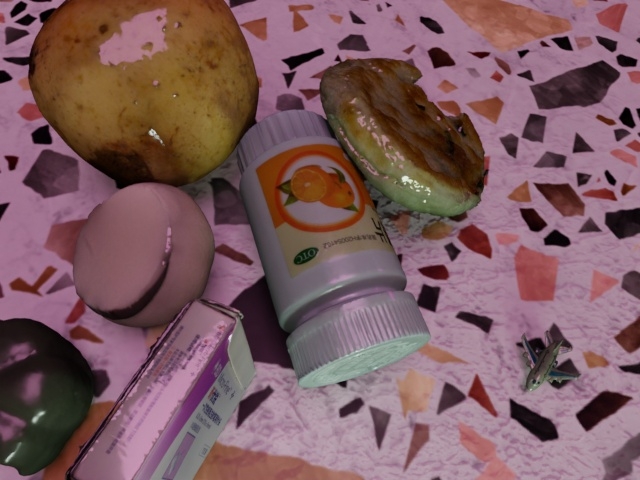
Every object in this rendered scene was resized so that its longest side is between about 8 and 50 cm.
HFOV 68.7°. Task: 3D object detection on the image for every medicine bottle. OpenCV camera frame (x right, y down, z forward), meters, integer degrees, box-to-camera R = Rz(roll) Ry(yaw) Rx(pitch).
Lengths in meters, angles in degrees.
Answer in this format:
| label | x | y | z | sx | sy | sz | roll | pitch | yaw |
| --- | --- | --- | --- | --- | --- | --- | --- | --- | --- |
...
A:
| label | x | y | z | sx | sy | sz | roll | pitch | yaw |
| --- | --- | --- | --- | --- | --- | --- | --- | --- | --- |
| medicine bottle | -0.132 | 0.164 | 0.452 | 0.052 | 0.201 | 0.171 | 26 | 61 | 12 |
| medicine bottle | 0.000 | 0.000 | 0.577 | 0.158 | 0.158 | 0.318 | -15 | 64 | -13 |

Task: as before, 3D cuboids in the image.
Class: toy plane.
| label | x | y | z | sx | sy | sz | roll | pitch | yaw |
| --- | --- | --- | --- | --- | --- | --- | --- | --- | --- |
| toy plane | 0.281 | 0.156 | 0.589 | 0.080 | 0.033 | 0.083 | 38 | 72 | 14 |

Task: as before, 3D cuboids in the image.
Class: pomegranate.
| label | x | y | z | sx | sy | sz | roll | pitch | yaw |
| --- | --- | --- | --- | --- | --- | --- | --- | --- | --- |
| pomegranate | -0.218 | -0.204 | 0.610 | 0.281 | 0.281 | 0.281 | 2 | 61 | -4 |

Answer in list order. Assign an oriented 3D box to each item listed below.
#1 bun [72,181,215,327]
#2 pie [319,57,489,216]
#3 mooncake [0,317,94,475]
| label | x | y | z | sx | sy | sz | roll | pitch | yaw |
| --- | --- | --- | --- | --- | --- | --- | --- | --- | --- |
| bun | -0.197 | 0.021 | 0.567 | 0.172 | 0.120 | 0.173 | -9 | 72 | 27 |
| pie | 0.124 | -0.157 | 0.660 | 0.302 | 0.067 | 0.303 | 23 | 44 | -24 |
| mooncake | -0.340 | 0.163 | 0.491 | 0.175 | 0.104 | 0.169 | -11 | 69 | -7 |
